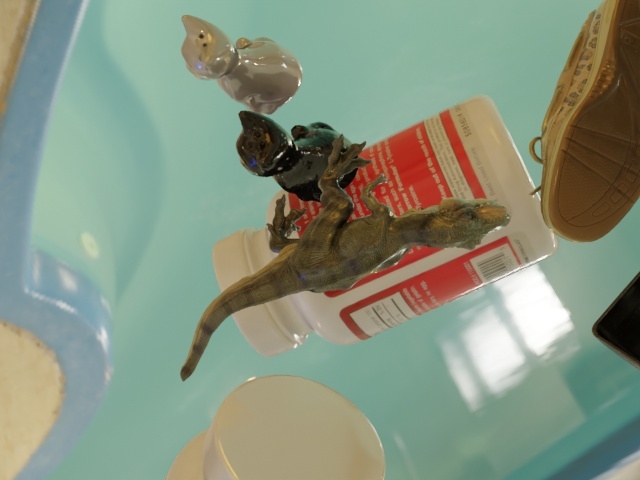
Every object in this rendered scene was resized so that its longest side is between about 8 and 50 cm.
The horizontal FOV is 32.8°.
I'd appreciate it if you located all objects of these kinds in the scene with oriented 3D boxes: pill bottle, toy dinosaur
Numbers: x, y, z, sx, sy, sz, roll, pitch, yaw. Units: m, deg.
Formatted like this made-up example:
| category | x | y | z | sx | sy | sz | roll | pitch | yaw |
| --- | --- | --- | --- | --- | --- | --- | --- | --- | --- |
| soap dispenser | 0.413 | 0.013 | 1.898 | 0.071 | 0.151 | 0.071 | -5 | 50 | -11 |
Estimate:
| category | x | y | z | sx | sy | sz | roll | pitch | yaw |
| --- | --- | --- | --- | --- | --- | --- | --- | --- | --- |
| pill bottle | 0.079 | -0.005 | 1.409 | 0.408 | 0.229 | 0.229 | -25 | 149 | 11 |
| pill bottle | -0.080 | 0.318 | 1.134 | 0.210 | 0.210 | 0.363 | -3 | 136 | -31 |
| toy dinosaur | 0.000 | 0.000 | 0.786 | 0.268 | 0.118 | 0.064 | -26 | 133 | 22 |

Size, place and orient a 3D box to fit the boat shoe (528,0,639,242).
| category | x | y | z | sx | sy | sz | roll | pitch | yaw |
| --- | --- | --- | --- | --- | --- | --- | --- | --- | --- |
| boat shoe | 0.277 | -0.122 | 1.084 | 0.105 | 0.285 | 0.089 | 30 | 161 | -17 |

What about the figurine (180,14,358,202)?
| category | x | y | z | sx | sy | sz | roll | pitch | yaw |
| --- | --- | --- | --- | --- | --- | --- | --- | --- | --- |
| figurine | -0.067 | -0.151 | 1.223 | 0.092 | 0.214 | 0.209 | -35 | 165 | 16 |

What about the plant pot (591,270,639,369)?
| category | x | y | z | sx | sy | sz | roll | pitch | yaw |
| --- | --- | --- | --- | --- | --- | --- | --- | --- | --- |
| plant pot | 0.440 | 0.108 | 1.153 | 0.187 | 0.188 | 0.167 | -49 | 134 | -3 |
